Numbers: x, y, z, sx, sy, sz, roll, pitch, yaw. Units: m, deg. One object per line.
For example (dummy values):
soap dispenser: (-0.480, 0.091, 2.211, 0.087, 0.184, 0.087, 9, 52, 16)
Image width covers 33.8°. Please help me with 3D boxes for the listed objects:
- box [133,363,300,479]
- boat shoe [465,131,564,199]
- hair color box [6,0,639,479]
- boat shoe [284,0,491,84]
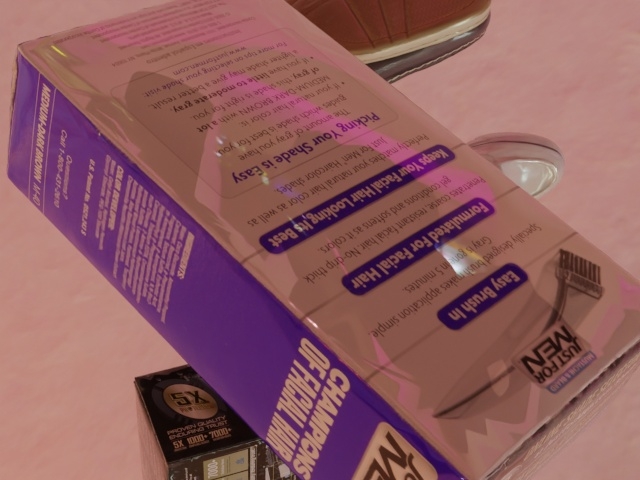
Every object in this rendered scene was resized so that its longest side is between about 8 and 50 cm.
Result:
box: (-0.039, 0.161, 0.697, 0.147, 0.077, 0.180, -13, 130, -19)
boat shoe: (0.122, -0.037, 0.939, 0.226, 0.076, 0.083, -13, 125, -10)
hair color box: (0.000, 0.000, 0.589, 0.339, 0.110, 0.185, 41, 46, 23)
boat shoe: (0.000, -0.140, 0.841, 0.285, 0.092, 0.103, -18, 49, 5)
